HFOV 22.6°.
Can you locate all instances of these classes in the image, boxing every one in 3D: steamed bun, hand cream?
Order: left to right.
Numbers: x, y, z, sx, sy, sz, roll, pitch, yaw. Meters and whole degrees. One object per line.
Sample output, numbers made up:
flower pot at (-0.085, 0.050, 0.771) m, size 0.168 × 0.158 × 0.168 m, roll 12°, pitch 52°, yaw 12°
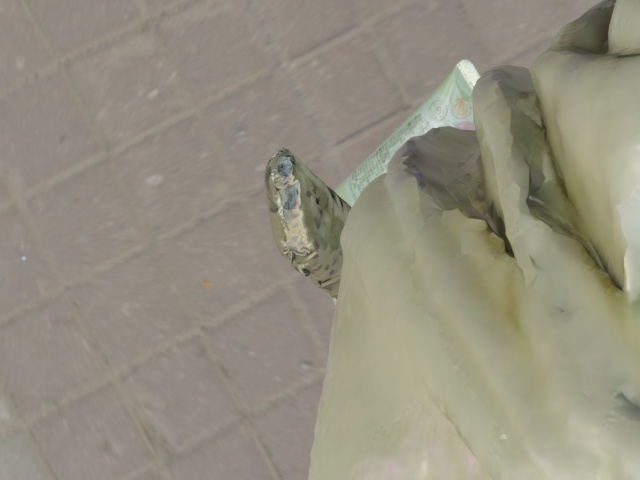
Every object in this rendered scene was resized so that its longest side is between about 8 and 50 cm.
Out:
hand cream at (0.102, -0.069, 1.878) m, size 0.306 × 0.093 × 0.147 m, roll -38°, pitch 79°, yaw 34°
steamed bun at (0.121, 0.011, 0.428) m, size 0.268 × 0.280 × 0.207 m, roll -14°, pitch 104°, yaw -41°

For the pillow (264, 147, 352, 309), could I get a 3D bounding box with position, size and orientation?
pillow at (0.000, 0.000, 1.402) m, size 0.051 × 0.241 × 0.093 m, roll -3°, pitch 70°, yaw 18°
